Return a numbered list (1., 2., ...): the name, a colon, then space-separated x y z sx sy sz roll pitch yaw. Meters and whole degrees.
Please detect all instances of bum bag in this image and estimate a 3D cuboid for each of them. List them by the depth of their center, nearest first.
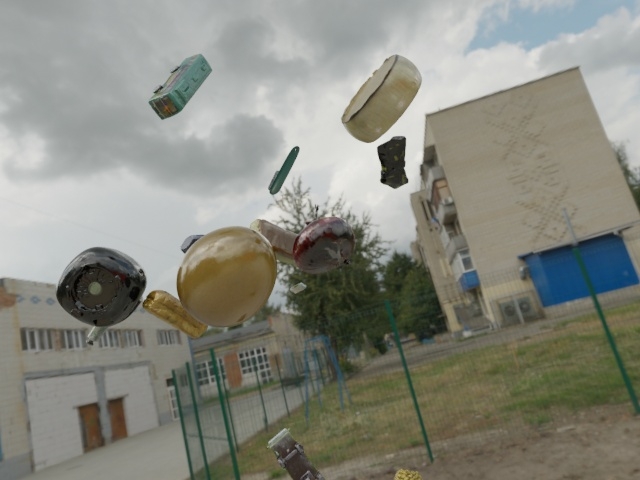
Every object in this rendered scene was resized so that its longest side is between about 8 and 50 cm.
1. bum bag: 0.258 -0.269 1.736 0.107 0.060 0.232 -4 -44 7

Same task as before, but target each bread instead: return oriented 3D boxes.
1. bread: -0.466 0.238 1.579 0.211 0.083 0.114 42 -26 -25
2. bread: -0.170 0.018 2.105 0.077 0.138 0.361 -23 -26 26

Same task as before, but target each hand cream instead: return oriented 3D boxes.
1. hand cream: -0.831 0.315 1.883 0.042 0.194 0.067 25 -11 46

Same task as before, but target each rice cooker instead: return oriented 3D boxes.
1. rice cooker: -0.699 0.150 1.578 0.267 0.267 0.224 -13 5 -8

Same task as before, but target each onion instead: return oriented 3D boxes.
1. onion: 0.000 0.000 1.970 0.273 0.285 0.273 -26 -28 -15

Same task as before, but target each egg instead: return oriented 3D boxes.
1. egg: -0.246 0.093 1.303 0.250 0.250 0.322 -4 -31 -39

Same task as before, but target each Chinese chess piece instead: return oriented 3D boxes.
1. Chinese chess piece: 0.169 -0.397 1.377 0.104 0.257 0.257 36 -34 -16

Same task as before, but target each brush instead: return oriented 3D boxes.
1. brush: -0.122 -0.233 1.600 0.043 0.032 0.193 1 -51 -44

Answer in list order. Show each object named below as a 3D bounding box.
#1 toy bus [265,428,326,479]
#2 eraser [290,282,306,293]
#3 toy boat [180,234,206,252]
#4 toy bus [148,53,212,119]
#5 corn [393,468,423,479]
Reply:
1. toy bus: -0.076 0.850 1.823 0.113 0.301 0.139 -35 -1 -16
2. eraser: -0.108 0.231 2.379 0.038 0.019 0.083 36 -44 -25
3. toy boat: -0.548 0.053 2.405 0.219 0.072 0.318 -15 -28 21
4. toy bus: -0.449 -0.500 1.576 0.109 0.261 0.091 -8 -44 31
5. corn: 0.260 0.745 1.265 0.106 0.293 0.106 -14 -27 -7
